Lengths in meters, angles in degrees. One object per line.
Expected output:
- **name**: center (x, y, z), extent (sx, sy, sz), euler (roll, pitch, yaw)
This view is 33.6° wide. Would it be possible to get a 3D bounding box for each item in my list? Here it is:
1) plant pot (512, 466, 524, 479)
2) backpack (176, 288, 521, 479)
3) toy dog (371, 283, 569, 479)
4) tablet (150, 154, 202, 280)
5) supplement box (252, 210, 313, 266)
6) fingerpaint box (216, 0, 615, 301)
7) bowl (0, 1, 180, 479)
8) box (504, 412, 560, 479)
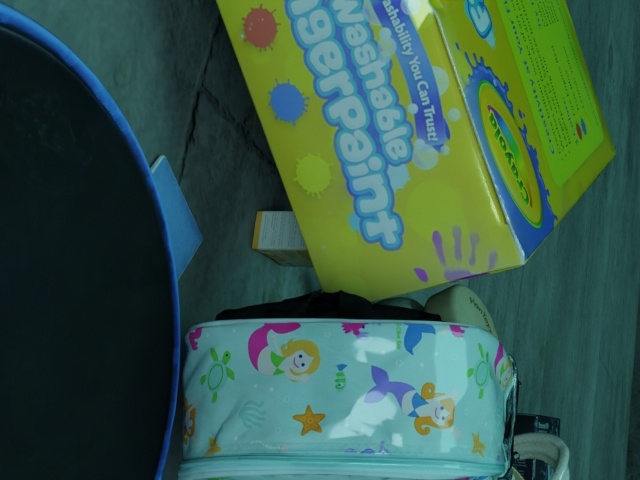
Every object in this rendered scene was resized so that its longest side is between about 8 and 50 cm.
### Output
- **plant pot**: center (0.168, 0.344, 1.185), extent (0.236, 0.032, 0.236), euler (18, 58, -30)
- **backpack**: center (0.020, 0.128, 0.707), extent (0.253, 0.225, 0.191), euler (61, 31, -69)
- **toy dog**: center (0.056, 0.143, 0.924), extent (0.161, 0.220, 0.333), euler (44, 13, -23)
- **tablet**: center (-0.112, -0.014, 0.773), extent (0.054, 0.006, 0.083), euler (-64, 144, -42)
- **supplement box**: center (0.000, 0.000, 0.904), extent (0.062, 0.098, 0.036), euler (34, 61, -61)
- **fingerpaint box**: center (0.066, -0.217, 0.856), extent (0.371, 0.163, 0.444), euler (-35, 106, -61)
- **bowl**: center (-0.193, 0.064, 0.518), extent (0.391, 0.077, 0.391), euler (1, 90, -65)
- **box**: center (0.285, 0.331, 1.540), extent (0.156, 0.093, 0.158), euler (23, 69, -63)
